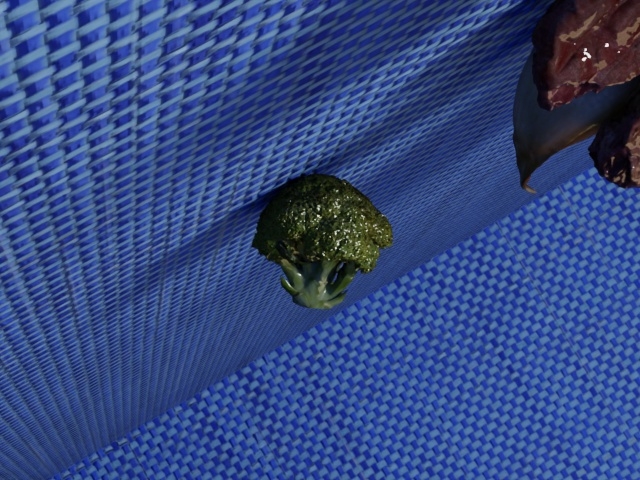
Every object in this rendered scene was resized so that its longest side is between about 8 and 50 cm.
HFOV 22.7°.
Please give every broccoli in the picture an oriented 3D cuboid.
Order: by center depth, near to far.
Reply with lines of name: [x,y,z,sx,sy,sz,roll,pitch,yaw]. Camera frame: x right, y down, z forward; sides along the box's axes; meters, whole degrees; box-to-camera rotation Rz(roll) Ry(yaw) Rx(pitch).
broccoli: [0.000,0.000,1.439,0.130,0.120,0.131,0,-165,-27]

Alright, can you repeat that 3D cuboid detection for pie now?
pie: [0.272,-0.145,1.297,0.204,0.219,0.054,-32,-147,-3]

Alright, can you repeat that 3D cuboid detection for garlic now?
garlic: [0.241,-0.148,1.400,0.206,0.115,0.128,-32,173,-4]
